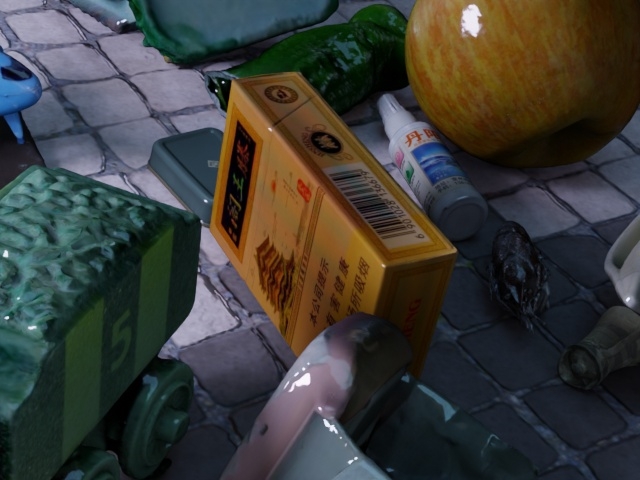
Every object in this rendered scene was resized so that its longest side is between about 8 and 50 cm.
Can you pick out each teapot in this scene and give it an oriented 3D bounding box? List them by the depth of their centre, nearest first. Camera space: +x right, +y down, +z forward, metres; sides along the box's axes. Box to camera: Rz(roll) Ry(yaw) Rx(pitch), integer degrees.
[{"bbox_3d":[0.255,0.098,1.186,0.083,0.067,0.057,-29,85,-32],"label":"teapot"}]

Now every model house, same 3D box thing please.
[{"bbox_3d":[-0.173,-0.306,1.519,0.280,0.230,0.248,-23,6,-39],"label":"model house"}]

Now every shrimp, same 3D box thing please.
[{"bbox_3d":[0.187,0.038,1.248,0.056,0.065,0.165,-16,39,16],"label":"shrimp"}]

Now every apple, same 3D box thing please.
[{"bbox_3d":[0.222,-0.195,1.406,0.264,0.264,0.264,8,36,-6],"label":"apple"}]

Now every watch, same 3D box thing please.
[{"bbox_3d":[0.070,0.180,0.920,0.241,0.162,0.253,34,14,10],"label":"watch"}]

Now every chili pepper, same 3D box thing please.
[{"bbox_3d":[0.016,-0.190,1.474,0.270,0.099,0.136,-30,28,-35],"label":"chili pepper"}]

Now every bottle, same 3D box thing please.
[{"bbox_3d":[0.106,-0.085,1.388,0.060,0.060,0.217,-5,39,-22],"label":"bottle"}]

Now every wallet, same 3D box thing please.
[{"bbox_3d":[-0.318,-0.087,1.300,0.082,0.018,0.157,-9,41,-25],"label":"wallet"}]

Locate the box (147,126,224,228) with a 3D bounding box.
[{"bbox_3d":[-0.108,-0.066,1.322,0.091,0.031,0.126,-16,46,-33],"label":"box"}]

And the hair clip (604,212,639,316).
[{"bbox_3d":[0.351,0.034,1.224,0.172,0.113,0.282,39,51,-7],"label":"hair clip"}]

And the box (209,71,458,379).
[{"bbox_3d":[0.000,0.000,1.146,0.076,0.174,0.274,-10,43,-29],"label":"box"}]

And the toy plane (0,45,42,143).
[{"bbox_3d":[-0.380,-0.155,1.283,0.271,0.105,0.254,16,46,20],"label":"toy plane"}]

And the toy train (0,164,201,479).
[{"bbox_3d":[-0.189,0.091,0.919,0.166,0.238,0.299,18,35,13],"label":"toy train"}]
